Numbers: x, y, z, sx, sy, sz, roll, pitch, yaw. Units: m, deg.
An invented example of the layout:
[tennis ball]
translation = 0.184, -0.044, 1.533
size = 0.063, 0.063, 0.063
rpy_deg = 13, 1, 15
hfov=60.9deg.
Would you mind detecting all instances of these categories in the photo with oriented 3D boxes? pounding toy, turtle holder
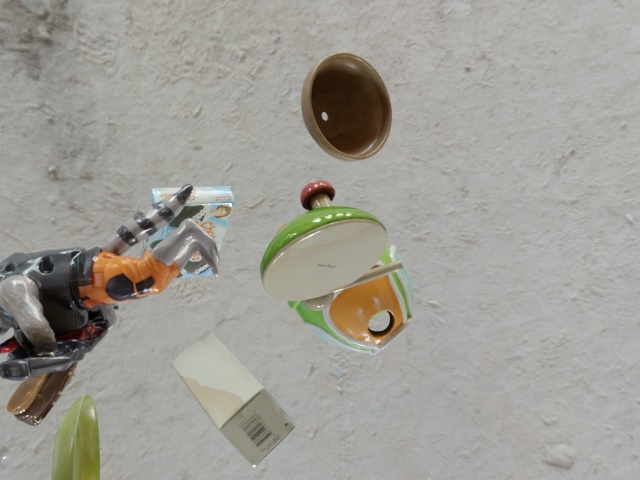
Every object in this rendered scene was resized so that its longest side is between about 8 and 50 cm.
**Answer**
[pounding toy]
translation = 0.000, 0.000, 0.785
size = 0.183, 0.237, 0.110
rpy_deg = -30, 60, 9
[turtle holder]
translation = 0.062, 0.115, 1.097
size = 0.243, 0.320, 0.227
rpy_deg = -37, 80, -26

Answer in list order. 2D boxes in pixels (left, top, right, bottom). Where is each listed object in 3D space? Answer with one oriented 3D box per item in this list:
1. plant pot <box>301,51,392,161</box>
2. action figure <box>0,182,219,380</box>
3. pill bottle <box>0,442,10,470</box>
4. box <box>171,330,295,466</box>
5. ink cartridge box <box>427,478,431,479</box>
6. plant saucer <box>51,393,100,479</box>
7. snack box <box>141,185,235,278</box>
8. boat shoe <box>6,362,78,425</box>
[plant pot]
translation = 0.040, -0.289, 1.223
size = 0.238, 0.110, 0.237
rpy_deg = 3, 86, -36
[action figure]
translation = -0.314, 0.050, 0.757
size = 0.330, 0.341, 0.178
rpy_deg = -17, 98, -13
[pill bottle]
translation = -0.437, 0.295, 0.687
size = 0.043, 0.043, 0.083
rpy_deg = 51, 41, -11
[box]
translation = -0.203, 0.338, 1.213
size = 0.121, 0.311, 0.148
rpy_deg = -41, 120, -16
[ink cartridge box]
translation = 0.067, 0.312, 0.558
size = 0.135, 0.099, 0.056
rpy_deg = -27, 82, 6
[plant saucer]
translation = -0.387, 0.369, 0.866
size = 0.037, 0.241, 0.240
rpy_deg = -2, 92, -14
[snack box]
translation = -0.341, -0.011, 1.368
size = 0.187, 0.322, 0.060
rpy_deg = -5, 56, -27
[boat shoe]
translation = -0.536, 0.268, 1.097
size = 0.207, 0.073, 0.073
rpy_deg = -62, 140, -33
